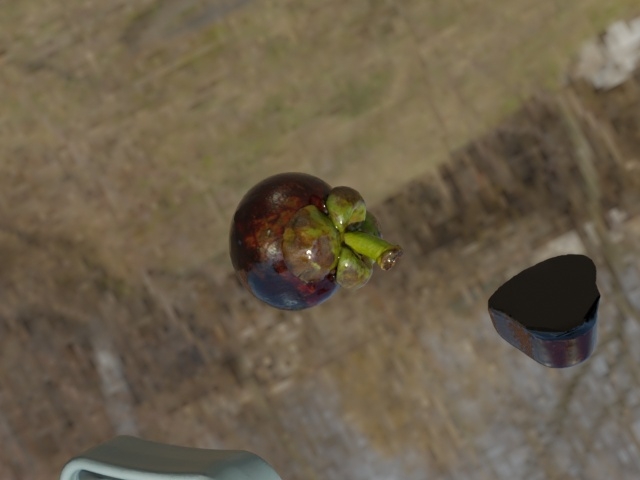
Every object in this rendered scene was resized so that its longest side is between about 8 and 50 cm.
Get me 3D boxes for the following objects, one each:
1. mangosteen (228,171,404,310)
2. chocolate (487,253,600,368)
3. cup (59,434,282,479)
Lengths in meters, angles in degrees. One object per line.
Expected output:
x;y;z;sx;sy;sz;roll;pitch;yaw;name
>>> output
-0.009;-0.008;1.975;0.181;0.146;0.156;-22;-165;38;mangosteen
0.252;0.091;2.057;0.125;0.080;0.148;-13;-148;10;chocolate
-0.102;0.353;1.544;0.311;0.331;0.257;0;-134;45;cup
